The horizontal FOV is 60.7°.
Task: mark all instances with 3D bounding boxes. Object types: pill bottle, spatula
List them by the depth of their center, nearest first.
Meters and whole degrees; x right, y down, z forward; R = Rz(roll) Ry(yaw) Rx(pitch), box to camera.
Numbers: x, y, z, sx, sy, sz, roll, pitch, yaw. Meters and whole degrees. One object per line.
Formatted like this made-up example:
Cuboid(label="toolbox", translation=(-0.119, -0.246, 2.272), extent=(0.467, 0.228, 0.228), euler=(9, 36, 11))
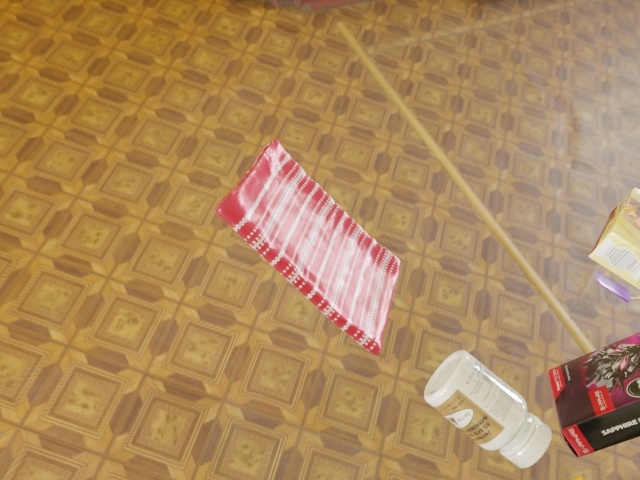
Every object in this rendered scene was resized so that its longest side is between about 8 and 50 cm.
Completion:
Cuboid(label="pill bottle", translation=(0.334, 0.338, 1.089), extent=(0.229, 0.131, 0.131), euler=(39, 58, 3))
Cuboid(label="spatula", translation=(0.814, 0.147, 1.319), extent=(0.296, 0.030, 0.084), euler=(19, 25, 21))

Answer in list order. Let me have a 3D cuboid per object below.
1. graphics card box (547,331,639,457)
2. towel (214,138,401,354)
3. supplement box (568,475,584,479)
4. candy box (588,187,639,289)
Cuboid(label="graphics card box", translation=(0.708, 0.316, 1.216), extent=(0.094, 0.371, 0.233), euler=(55, 25, -9))
Cuboid(label="towel", translation=(0.000, 0.000, 0.725), extent=(0.275, 0.031, 0.199), euler=(43, 34, -12))
Cuboid(label="supplement box", translation=(0.511, 0.556, 1.021), extent=(0.081, 0.104, 0.188), euler=(-30, 47, 9))
Cuboid(label="candy box", translation=(0.711, 0.049, 1.063), extent=(0.316, 0.087, 0.183), euler=(37, 52, 15))
